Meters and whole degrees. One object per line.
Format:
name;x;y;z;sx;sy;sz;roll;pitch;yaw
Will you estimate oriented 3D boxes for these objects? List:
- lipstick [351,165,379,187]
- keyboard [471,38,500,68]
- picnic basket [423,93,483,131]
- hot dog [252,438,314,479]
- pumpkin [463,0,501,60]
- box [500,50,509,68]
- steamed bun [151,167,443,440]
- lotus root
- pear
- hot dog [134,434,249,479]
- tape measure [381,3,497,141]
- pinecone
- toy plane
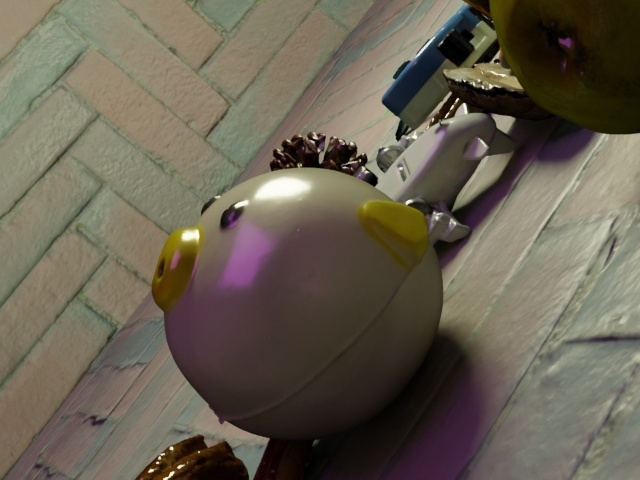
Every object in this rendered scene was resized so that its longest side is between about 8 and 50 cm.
lipstick;-0.032;0.051;1.926;0.418;0.077;0.077;-52;12;-3
keyboard;0.368;-0.436;2.079;0.317;0.027;0.106;-52;9;-10
picnic basket;0.216;-0.191;1.809;0.193;0.055;0.110;-52;6;-20
hot dog;-0.043;0.276;1.337;0.072;0.055;0.188;-45;13;34
pumpkin;0.329;-0.423;1.734;0.095;0.258;0.290;25;75;43
box;0.305;-0.306;1.546;0.172;0.092;0.124;-53;-33;-69
steamed bun;-0.023;0.070;1.294;0.334;0.334;0.374;-51;17;-6
lotus root;0.279;-0.202;1.536;0.167;0.078;0.329;-12;15;-4
pear;0.336;-0.269;1.151;0.375;0.287;0.287;-42;6;-36
hot dog;-0.213;0.390;1.319;0.267;0.174;0.387;-44;14;36
tape measure;0.172;-0.264;1.999;0.215;0.098;0.351;-49;-2;-46
pinecone;0.003;-0.110;2.046;0.208;0.207;0.208;-47;13;14
toy plane;0.156;-0.083;1.560;0.252;0.118;0.252;-38;36;34
